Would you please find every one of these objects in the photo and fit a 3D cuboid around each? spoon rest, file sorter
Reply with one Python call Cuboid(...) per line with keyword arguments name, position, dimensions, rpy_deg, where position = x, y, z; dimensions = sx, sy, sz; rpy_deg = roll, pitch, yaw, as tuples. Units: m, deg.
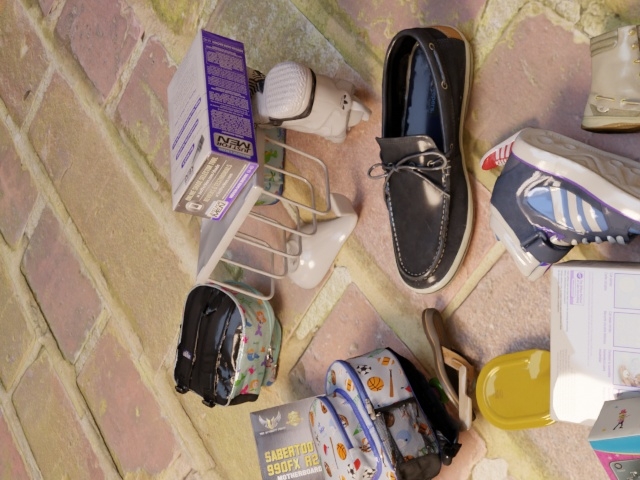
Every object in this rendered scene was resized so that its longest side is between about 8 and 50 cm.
Cuboid(name="spoon rest", position=(0.000, 0.000, 1.871), dimensions=(0.276, 0.084, 0.137), rpy_deg=(-50, 53, 47))
Cuboid(name="file sorter", position=(-0.115, -0.045, 1.808), dimensions=(0.277, 0.173, 0.192), rpy_deg=(-55, 25, 35))

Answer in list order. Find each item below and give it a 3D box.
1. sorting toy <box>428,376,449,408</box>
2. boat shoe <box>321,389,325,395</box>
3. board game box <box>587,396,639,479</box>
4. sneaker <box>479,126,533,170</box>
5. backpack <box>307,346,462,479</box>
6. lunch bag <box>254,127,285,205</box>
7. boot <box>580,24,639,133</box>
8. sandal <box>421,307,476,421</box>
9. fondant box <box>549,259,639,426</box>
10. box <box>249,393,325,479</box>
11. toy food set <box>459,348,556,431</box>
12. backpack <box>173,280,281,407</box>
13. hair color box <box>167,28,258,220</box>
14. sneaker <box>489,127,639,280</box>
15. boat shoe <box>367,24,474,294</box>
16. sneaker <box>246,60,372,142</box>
Cuboid(name="sorting toy", position=(0.198, 0.294, 1.647), dimensions=(0.061, 0.042, 0.102), rpy_deg=(58, 153, 11))
Cuboid(name="boat shoe", position=(0.018, 0.326, 1.857), dimensions=(0.100, 0.035, 0.035), rpy_deg=(-52, 27, 34))
Cuboid(name="board game box", position=(0.532, 0.346, 1.200), dimensions=(0.224, 0.097, 0.303), rpy_deg=(-21, 104, 42))
Cuboid(name="sneaker", position=(0.333, -0.140, 1.560), dimensions=(0.118, 0.042, 0.067), rpy_deg=(-37, 60, 35))
Cuboid(name="backpack", position=(0.091, 0.337, 1.622), dimensions=(0.276, 0.213, 0.263), rpy_deg=(115, 145, -52))
Cuboid(name="lunch bag", position=(-0.163, -0.186, 2.020), dimensions=(0.176, 0.090, 0.218), rpy_deg=(-4, 85, 44))
Cuboid(name="boot", position=(0.504, -0.251, 1.375), dimensions=(0.213, 0.077, 0.165), rpy_deg=(3, 88, 48))
Cuboid(name="sandal", position=(0.243, 0.218, 1.617), dimensions=(0.060, 0.090, 0.219), rpy_deg=(-23, 63, 19))
Cuboid(name="fondant box", position=(0.503, 0.155, 1.285), dimensions=(0.330, 0.096, 0.238), rpy_deg=(2, 95, 35))
Cuboid(name="box", position=(-0.010, 0.405, 1.778), dimensions=(0.231, 0.056, 0.183), rpy_deg=(-15, 75, 8))
Cuboid(name="toy food set", position=(0.339, 0.256, 1.515), dimensions=(0.218, 0.071, 0.128), rpy_deg=(-16, 71, 39))
Cuboid(name="backpack", position=(-0.202, 0.215, 1.965), dimensions=(0.225, 0.191, 0.253), rpy_deg=(17, 107, 41))
Cuboid(name="hair color box", position=(-0.219, -0.230, 1.771), dimensions=(0.185, 0.110, 0.338), rpy_deg=(-49, 37, 42))
Cuboid(name="sneaker", position=(0.419, -0.018, 1.434), dimensions=(0.323, 0.130, 0.236), rpy_deg=(31, 128, 27))
Cuboid(name="boat shoe", position=(0.179, -0.151, 1.637), dimensions=(0.187, 0.156, 0.500), rpy_deg=(4, 92, 43))
Cuboid(name="sneaker", position=(-0.061, -0.272, 1.846), dimensions=(0.366, 0.210, 0.137), rpy_deg=(5, 82, 58))
